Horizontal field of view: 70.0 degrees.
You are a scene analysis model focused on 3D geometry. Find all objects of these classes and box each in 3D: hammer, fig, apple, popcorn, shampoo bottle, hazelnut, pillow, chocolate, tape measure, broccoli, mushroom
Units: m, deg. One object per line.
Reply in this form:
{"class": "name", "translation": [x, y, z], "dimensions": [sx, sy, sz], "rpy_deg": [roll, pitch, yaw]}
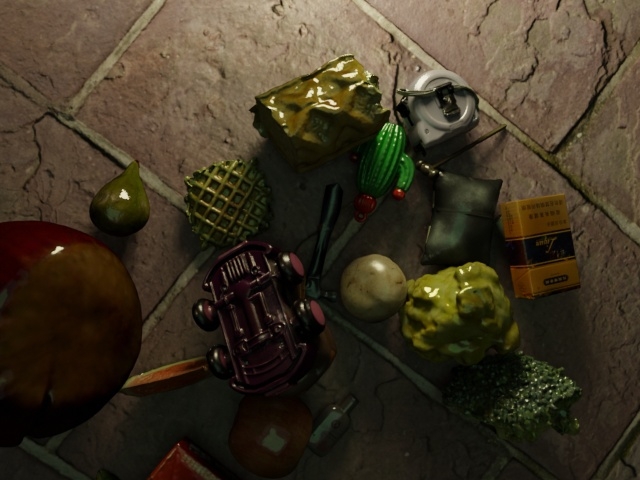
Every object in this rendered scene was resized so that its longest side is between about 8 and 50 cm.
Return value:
{"class": "hammer", "translation": [0.000, 0.000, 1.123], "dimensions": [0.137, 0.037, 0.289], "rpy_deg": [12, 90, -7]}
{"class": "fig", "translation": [-0.432, -0.092, 1.040], "dimensions": [0.127, 0.133, 0.184], "rpy_deg": [34, 67, 3]}
{"class": "hammer", "translation": [0.359, -0.229, 1.130], "dimensions": [0.292, 0.029, 0.058], "rpy_deg": [-31, 61, -21]}
{"class": "apple", "translation": [-0.115, 0.434, 1.042], "dimensions": [0.174, 0.188, 0.188], "rpy_deg": [20, 89, -2]}
{"class": "popcorn", "translation": [0.316, 0.180, 1.075], "dimensions": [0.250, 0.235, 0.241], "rpy_deg": [-18, 89, 34]}
{"class": "shampoo bottle", "translation": [0.031, 0.450, 1.129], "dimensions": [0.080, 0.040, 0.165], "rpy_deg": [43, 88, -3]}
{"class": "hazelnut", "translation": [-0.560, 0.171, 0.920], "dimensions": [0.403, 0.402, 0.428], "rpy_deg": [-11, 93, -5]}
{"class": "pillow", "translation": [0.347, -0.044, 1.120], "dimensions": [0.186, 0.106, 0.249], "rpy_deg": [8, 87, -9]}
{"class": "chocolate", "translation": [-0.308, 0.614, 1.066], "dimensions": [0.237, 0.108, 0.234], "rpy_deg": [39, 87, -3]}
{"class": "tape measure", "translation": [0.282, -0.321, 1.104], "dimensions": [0.196, 0.105, 0.178], "rpy_deg": [-31, 89, -11]}
{"class": "broccoli", "translation": [0.457, 0.402, 1.098], "dimensions": [0.248, 0.288, 0.245], "rpy_deg": [-31, 112, -41]}
{"class": "mushroom", "translation": [0.125, 0.112, 1.091], "dimensions": [0.166, 0.127, 0.166], "rpy_deg": [-2, 87, 27]}

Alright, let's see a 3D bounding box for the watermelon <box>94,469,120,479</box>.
{"class": "watermelon", "translation": [-0.504, 0.644, 1.083], "dimensions": [0.092, 0.075, 0.181], "rpy_deg": [14, 87, 38]}

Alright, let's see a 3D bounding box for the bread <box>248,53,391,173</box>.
{"class": "bread", "translation": [-0.001, -0.280, 1.026], "dimensions": [0.252, 0.196, 0.238], "rpy_deg": [-31, 54, -12]}

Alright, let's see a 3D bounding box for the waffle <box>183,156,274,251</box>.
{"class": "waffle", "translation": [-0.217, -0.087, 1.092], "dimensions": [0.214, 0.054, 0.207], "rpy_deg": [-15, 96, -8]}

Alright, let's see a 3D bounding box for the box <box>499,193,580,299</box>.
{"class": "box", "translation": [0.533, 0.013, 1.112], "dimensions": [0.152, 0.070, 0.237], "rpy_deg": [-8, 87, -20]}

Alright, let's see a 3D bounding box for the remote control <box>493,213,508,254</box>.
{"class": "remote control", "translation": [0.532, 0.026, 1.175], "dimensions": [0.098, 0.038, 0.233], "rpy_deg": [-32, 93, -8]}

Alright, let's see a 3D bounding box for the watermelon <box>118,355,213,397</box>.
{"class": "watermelon", "translation": [-0.335, 0.314, 1.053], "dimensions": [0.245, 0.119, 0.063], "rpy_deg": [-12, 80, -5]}

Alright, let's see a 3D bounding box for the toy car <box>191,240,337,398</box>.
{"class": "toy car", "translation": [-0.101, 0.180, 1.028], "dimensions": [0.271, 0.240, 0.340], "rpy_deg": [-29, 66, 16]}

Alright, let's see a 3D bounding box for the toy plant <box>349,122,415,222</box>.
{"class": "toy plant", "translation": [0.149, -0.167, 1.103], "dimensions": [0.155, 0.088, 0.240], "rpy_deg": [-6, 80, 9]}
